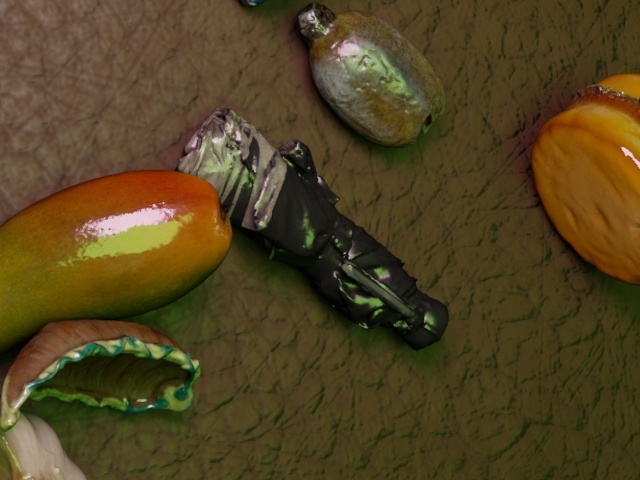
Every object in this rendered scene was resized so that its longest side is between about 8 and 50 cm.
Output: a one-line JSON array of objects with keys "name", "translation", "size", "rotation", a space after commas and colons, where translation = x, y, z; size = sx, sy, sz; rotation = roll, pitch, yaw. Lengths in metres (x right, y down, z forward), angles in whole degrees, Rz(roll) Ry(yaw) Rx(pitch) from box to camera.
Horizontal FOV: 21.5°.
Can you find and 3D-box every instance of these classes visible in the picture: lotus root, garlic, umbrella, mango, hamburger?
[{"name": "lotus root", "translation": [0.049, -0.182, 1.808], "size": [0.192, 0.088, 0.113], "rotation": [43, 79, -18]}, {"name": "garlic", "translation": [-0.303, 0.243, 1.616], "size": [0.143, 0.178, 0.229], "rotation": [-43, 129, -51]}, {"name": "umbrella", "translation": [0.004, -0.005, 1.774], "size": [0.357, 0.106, 0.113], "rotation": [39, 70, -20]}, {"name": "mango", "translation": [-0.227, 0.016, 1.647], "size": [0.289, 0.129, 0.146], "rotation": [-17, 134, -18]}, {"name": "hamburger", "translation": [0.364, -0.075, 1.879], "size": [0.170, 0.246, 0.246], "rotation": [-39, 105, -23]}]

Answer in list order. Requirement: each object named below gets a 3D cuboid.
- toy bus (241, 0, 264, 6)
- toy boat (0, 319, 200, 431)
[{"name": "toy bus", "translation": [0.010, -0.345, 1.765], "size": [0.234, 0.133, 0.116], "rotation": [-32, 103, -22]}, {"name": "toy boat", "translation": [-0.223, 0.127, 1.612], "size": [0.293, 0.108, 0.099], "rotation": [4, 56, -61]}]
